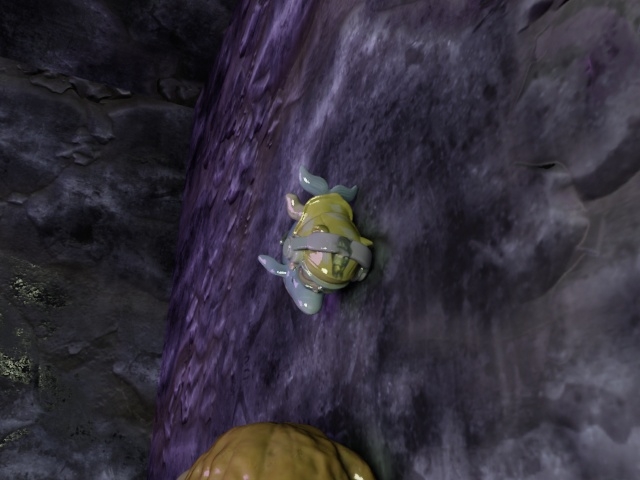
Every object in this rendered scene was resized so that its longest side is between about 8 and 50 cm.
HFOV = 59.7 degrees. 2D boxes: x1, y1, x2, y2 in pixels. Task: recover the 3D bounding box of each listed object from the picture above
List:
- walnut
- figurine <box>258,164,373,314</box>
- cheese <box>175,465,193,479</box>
[{"bbox_3d":[-0.048,0.330,0.606,0.224,0.257,0.256,62,-148,-73],"label":"walnut"},{"bbox_3d":[0.000,0.000,0.762,0.184,0.129,0.208,-25,52,61],"label":"figurine"},{"bbox_3d":[-0.216,0.505,0.813,0.328,0.129,0.351,-36,21,-14],"label":"cheese"}]
